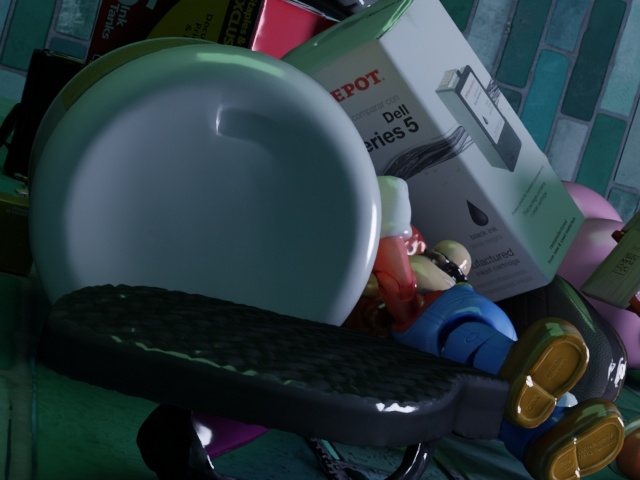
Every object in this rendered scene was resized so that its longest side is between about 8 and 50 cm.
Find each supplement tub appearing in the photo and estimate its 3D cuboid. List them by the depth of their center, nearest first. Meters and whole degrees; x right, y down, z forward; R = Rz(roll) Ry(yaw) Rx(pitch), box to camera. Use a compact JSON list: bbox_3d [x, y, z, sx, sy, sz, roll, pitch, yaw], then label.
[{"bbox_3d":[-0.103,-0.035,1.083,0.241,0.241,0.331,15,6,-14],"label":"supplement tub"}]

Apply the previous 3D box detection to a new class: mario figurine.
[{"bbox_3d":[0.116,0.056,1.115,0.170,0.198,0.320,-5,21,-31],"label":"mario figurine"}]

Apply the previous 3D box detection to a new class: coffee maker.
[{"bbox_3d":[-0.353,-0.163,1.908,0.120,0.178,0.171,12,7,-31],"label":"coffee maker"}]

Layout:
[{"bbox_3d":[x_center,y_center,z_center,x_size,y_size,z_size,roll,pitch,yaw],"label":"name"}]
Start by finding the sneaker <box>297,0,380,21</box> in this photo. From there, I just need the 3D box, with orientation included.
[{"bbox_3d":[0.024,-0.309,1.481,0.125,0.139,0.341,19,2,20],"label":"sneaker"}]

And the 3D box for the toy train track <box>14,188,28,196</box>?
[{"bbox_3d":[-0.340,-0.054,1.736,0.083,0.014,0.048,4,20,-42],"label":"toy train track"}]

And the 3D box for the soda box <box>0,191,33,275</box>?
[{"bbox_3d":[-0.333,-0.023,1.202,0.181,0.061,0.058,14,6,-23],"label":"soda box"}]

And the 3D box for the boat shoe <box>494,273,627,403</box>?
[{"bbox_3d":[0.215,0.085,1.380,0.130,0.132,0.355,14,7,-20],"label":"boat shoe"}]

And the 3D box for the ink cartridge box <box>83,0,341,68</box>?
[{"bbox_3d":[-0.120,-0.119,1.479,0.272,0.309,0.130,19,6,29],"label":"ink cartridge box"}]

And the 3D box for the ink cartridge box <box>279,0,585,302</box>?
[{"bbox_3d":[0.079,-0.069,1.288,0.198,0.115,0.273,-22,-69,42],"label":"ink cartridge box"}]

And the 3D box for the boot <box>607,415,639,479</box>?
[{"bbox_3d":[0.298,0.180,1.089,0.158,0.059,0.084,15,11,-24],"label":"boot"}]

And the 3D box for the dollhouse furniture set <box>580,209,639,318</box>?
[{"bbox_3d":[0.374,0.077,1.287,0.259,0.135,0.262,42,-6,-21],"label":"dollhouse furniture set"}]

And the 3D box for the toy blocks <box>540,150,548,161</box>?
[{"bbox_3d":[0.097,-0.012,1.707,0.309,0.260,0.288,32,37,-2],"label":"toy blocks"}]

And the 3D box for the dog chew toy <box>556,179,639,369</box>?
[{"bbox_3d":[0.330,0.053,1.744,0.207,0.206,0.332,13,15,-28],"label":"dog chew toy"}]

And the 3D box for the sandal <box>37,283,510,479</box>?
[{"bbox_3d":[0.001,0.105,0.778,0.168,0.107,0.446,17,-1,25],"label":"sandal"}]
